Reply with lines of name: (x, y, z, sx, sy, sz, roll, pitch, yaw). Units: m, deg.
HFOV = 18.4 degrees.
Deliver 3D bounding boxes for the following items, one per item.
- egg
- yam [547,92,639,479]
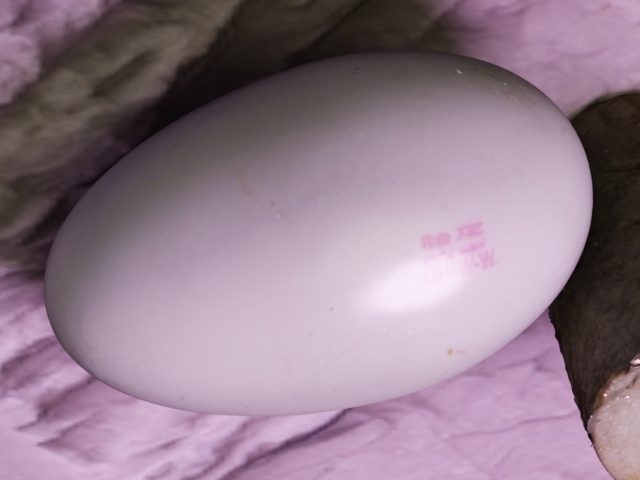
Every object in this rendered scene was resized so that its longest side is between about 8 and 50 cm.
egg: (0.000, 0.000, 1.303, 0.371, 0.230, 0.230, -17, 110, -6)
yam: (0.241, 0.040, 1.382, 0.168, 0.304, 0.168, -3, 125, -4)
